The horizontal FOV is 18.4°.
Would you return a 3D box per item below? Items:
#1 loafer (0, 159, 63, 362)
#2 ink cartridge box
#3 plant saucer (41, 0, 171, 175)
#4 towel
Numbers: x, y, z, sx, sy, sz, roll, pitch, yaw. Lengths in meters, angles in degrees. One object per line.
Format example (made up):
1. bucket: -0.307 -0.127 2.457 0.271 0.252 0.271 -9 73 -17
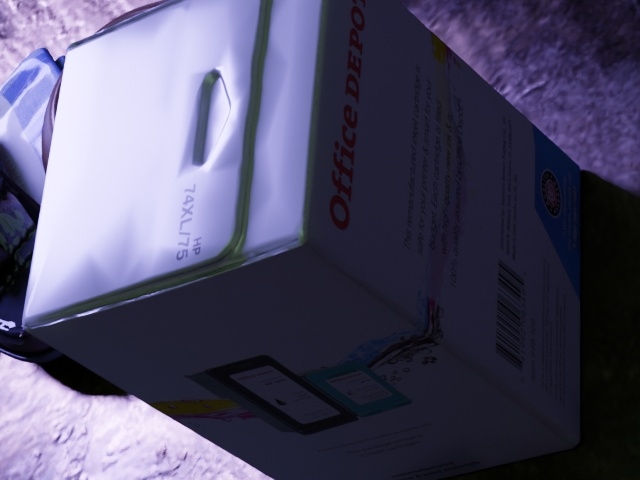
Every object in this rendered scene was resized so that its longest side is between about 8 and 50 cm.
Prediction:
1. loafer: -0.271 -0.020 1.472 0.109 0.095 0.302 -46 46 5
2. ink cartridge box: 0.000 0.000 1.137 0.197 0.270 0.198 -18 53 32
3. plant saucer: -0.133 -0.111 1.477 0.199 0.036 0.198 -16 50 21
4. towel: -0.278 -0.005 1.558 0.285 0.034 0.209 -44 44 10
